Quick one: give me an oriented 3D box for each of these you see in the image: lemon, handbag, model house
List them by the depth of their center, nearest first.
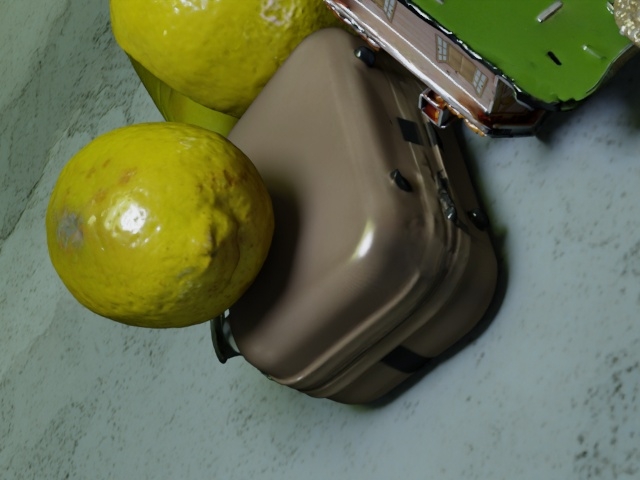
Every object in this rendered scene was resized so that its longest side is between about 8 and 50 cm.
[{"bbox_3d":[-0.125,-0.011,1.122,0.207,0.170,0.170,3,71,50],"label":"lemon"},{"bbox_3d":[0.129,-0.201,1.133,0.207,0.294,0.154,-39,-21,-21],"label":"model house"},{"bbox_3d":[0.000,0.000,1.219,0.283,0.149,0.302,-44,38,27],"label":"handbag"},{"bbox_3d":[-0.066,-0.245,1.347,0.219,0.240,0.240,-56,32,22],"label":"lemon"}]

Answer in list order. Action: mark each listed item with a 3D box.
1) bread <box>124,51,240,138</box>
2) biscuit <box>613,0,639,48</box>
[{"bbox_3d":[-0.148,-0.226,1.633,0.166,0.112,0.383,-57,32,14],"label":"bread"},{"bbox_3d":[0.266,-0.172,1.010,0.120,0.015,0.120,-10,54,13],"label":"biscuit"}]
